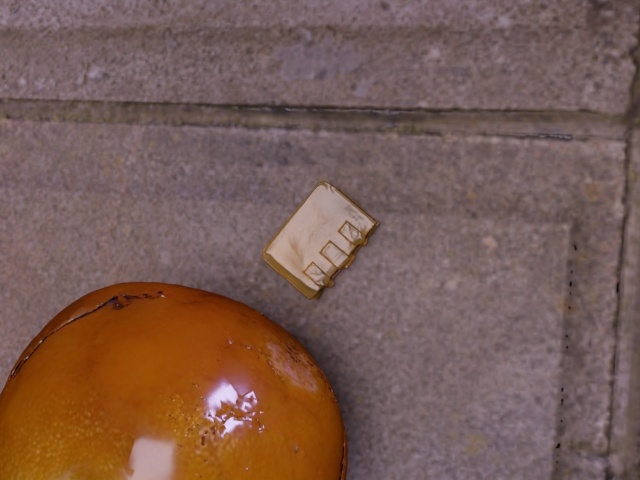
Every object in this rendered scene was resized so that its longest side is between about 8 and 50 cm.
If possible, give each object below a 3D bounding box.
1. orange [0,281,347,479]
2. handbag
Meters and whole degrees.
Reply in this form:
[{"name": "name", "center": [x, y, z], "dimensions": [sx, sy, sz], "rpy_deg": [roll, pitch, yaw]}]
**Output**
[{"name": "orange", "center": [-0.102, 0.148, 0.474], "dimensions": [0.240, 0.240, 0.240], "rpy_deg": [-1, 85, 14]}, {"name": "handbag", "center": [0.000, 0.000, 0.556], "dimensions": [0.061, 0.027, 0.083], "rpy_deg": [42, 95, 14]}]
